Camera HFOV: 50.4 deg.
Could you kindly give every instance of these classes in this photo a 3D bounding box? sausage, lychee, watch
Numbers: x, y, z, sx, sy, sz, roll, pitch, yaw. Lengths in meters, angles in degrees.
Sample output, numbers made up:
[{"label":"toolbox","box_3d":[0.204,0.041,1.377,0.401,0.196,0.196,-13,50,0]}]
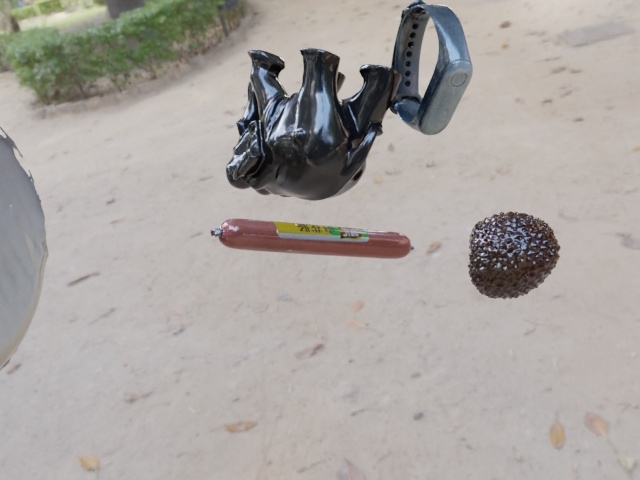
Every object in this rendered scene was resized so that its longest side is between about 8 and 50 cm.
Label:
[{"label":"sausage","box_3d":[0.000,0.000,0.654,0.223,0.029,0.029,4,15,-29]},{"label":"lychee","box_3d":[0.391,0.030,1.377,0.188,0.188,0.188,-11,25,5]},{"label":"watch","box_3d":[0.176,-0.286,1.142,0.068,0.206,0.193,-3,49,-19]}]

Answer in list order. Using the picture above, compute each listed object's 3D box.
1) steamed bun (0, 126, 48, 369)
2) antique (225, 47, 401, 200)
[{"label":"steamed bun","box_3d":[-0.399,0.016,0.534,0.309,0.309,0.309,-11,25,5]},{"label":"antique","box_3d":[-0.035,-0.193,1.195,0.322,0.255,0.185,16,6,42]}]
